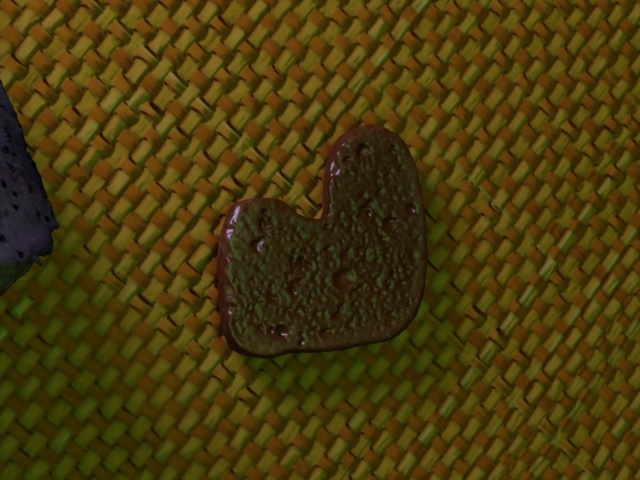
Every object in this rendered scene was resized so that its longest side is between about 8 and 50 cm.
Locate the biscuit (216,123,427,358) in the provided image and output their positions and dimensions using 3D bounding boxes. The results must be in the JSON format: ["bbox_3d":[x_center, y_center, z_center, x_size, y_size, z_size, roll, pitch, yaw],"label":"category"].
[{"bbox_3d":[0.000,0.000,1.610,0.192,0.036,0.186,-6,92,-25],"label":"biscuit"}]

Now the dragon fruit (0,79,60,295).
[{"bbox_3d":[-0.337,-0.029,1.364,0.221,0.204,0.283,18,42,-51],"label":"dragon fruit"}]
